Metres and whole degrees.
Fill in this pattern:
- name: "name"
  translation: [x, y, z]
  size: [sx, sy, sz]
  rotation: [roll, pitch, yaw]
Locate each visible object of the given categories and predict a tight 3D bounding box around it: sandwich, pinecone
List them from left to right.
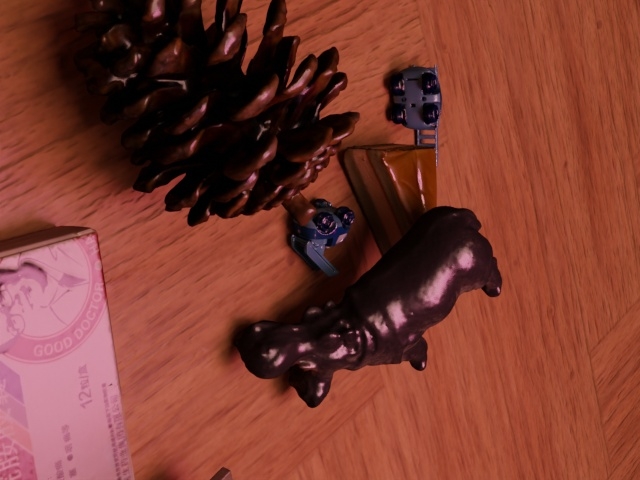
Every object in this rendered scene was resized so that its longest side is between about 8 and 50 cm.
- name: "pinecone"
  translation: [-0.102, -0.144, 1.089]
  size: [0.309, 0.244, 0.244]
  rotation: [53, 56, -24]
- name: "sandwich"
  translation: [0.083, -0.037, 1.412]
  size: [0.113, 0.079, 0.163]
  rotation: [-8, 101, -49]

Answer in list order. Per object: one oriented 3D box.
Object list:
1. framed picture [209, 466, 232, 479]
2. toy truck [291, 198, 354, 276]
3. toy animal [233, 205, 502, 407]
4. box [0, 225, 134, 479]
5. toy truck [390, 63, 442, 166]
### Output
- name: "framed picture"
  translation: [-0.140, 0.383, 1.203]
  size: [0.184, 0.016, 0.250]
  rotation: [-41, 140, -39]
- name: "toy truck"
  translation: [0.000, 0.000, 1.346]
  size: [0.073, 0.056, 0.090]
  rotation: [-15, 118, -42]
- name: "toy animal"
  translation: [0.068, 0.093, 1.340]
  size: [0.343, 0.106, 0.168]
  rotation: [-33, 134, -17]
- name: "box"
  translation: [-0.281, 0.180, 1.038]
  size: [0.214, 0.069, 0.353]
  rotation: [-19, 106, -46]
- name: "toy truck"
  translation: [0.130, -0.159, 1.469]
  size: [0.074, 0.063, 0.136]
  rotation: [-28, 119, -65]
